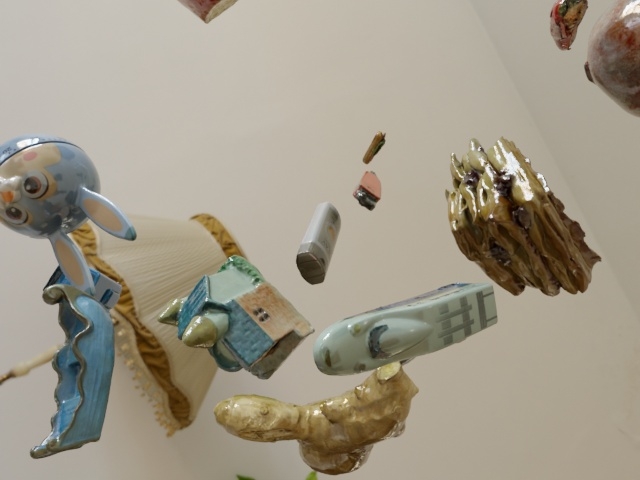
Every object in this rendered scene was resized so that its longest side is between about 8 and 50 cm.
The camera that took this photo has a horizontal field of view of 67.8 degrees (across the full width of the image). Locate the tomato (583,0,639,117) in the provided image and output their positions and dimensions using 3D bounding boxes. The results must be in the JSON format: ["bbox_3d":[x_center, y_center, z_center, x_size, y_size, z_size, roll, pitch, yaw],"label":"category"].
[{"bbox_3d":[0.783,-0.436,1.097,0.317,0.316,0.282,57,-30,8],"label":"tomato"}]

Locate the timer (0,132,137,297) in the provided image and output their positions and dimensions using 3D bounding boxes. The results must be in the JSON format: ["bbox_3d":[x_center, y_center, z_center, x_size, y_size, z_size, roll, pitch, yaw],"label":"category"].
[{"bbox_3d":[-0.395,-0.053,0.690,0.255,0.175,0.175,50,-27,41],"label":"timer"}]

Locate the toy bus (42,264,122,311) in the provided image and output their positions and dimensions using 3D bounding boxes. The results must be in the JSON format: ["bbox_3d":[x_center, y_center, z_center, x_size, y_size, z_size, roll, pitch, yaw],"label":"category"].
[{"bbox_3d":[-0.518,0.107,1.059,0.106,0.090,0.185,24,-16,1],"label":"toy bus"}]

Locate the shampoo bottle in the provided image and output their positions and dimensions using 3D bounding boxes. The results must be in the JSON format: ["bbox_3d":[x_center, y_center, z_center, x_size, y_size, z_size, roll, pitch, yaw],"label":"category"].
[{"bbox_3d":[0.000,0.000,1.054,0.056,0.227,0.086,-15,-64,21],"label":"shampoo bottle"}]

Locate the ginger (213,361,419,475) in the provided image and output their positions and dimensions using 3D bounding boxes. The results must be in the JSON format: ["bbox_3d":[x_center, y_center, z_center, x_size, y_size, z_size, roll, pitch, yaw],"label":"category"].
[{"bbox_3d":[0.043,0.352,0.881,0.348,0.122,0.363,-16,-49,25],"label":"ginger"}]

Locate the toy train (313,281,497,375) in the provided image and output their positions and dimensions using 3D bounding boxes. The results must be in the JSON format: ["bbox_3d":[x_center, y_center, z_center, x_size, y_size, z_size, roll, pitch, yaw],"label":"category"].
[{"bbox_3d":[0.092,0.083,0.457,0.051,0.234,0.052,-9,-91,46],"label":"toy train"}]

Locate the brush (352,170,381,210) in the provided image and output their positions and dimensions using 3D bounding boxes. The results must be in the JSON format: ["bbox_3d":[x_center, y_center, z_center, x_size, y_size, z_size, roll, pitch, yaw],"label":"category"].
[{"bbox_3d":[0.130,-0.140,1.301,0.070,0.323,0.051,36,-68,-3],"label":"brush"}]

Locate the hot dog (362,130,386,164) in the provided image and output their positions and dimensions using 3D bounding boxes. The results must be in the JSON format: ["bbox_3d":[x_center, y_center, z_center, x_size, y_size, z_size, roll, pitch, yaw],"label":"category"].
[{"bbox_3d":[0.179,-0.302,1.568,0.041,0.056,0.133,30,-51,1],"label":"hot dog"}]

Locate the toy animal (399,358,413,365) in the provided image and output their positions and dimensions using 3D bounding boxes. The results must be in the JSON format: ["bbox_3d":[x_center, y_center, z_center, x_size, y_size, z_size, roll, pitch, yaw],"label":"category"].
[{"bbox_3d":[0.140,0.231,1.024,0.367,0.205,0.081,116,-21,-59],"label":"toy animal"}]

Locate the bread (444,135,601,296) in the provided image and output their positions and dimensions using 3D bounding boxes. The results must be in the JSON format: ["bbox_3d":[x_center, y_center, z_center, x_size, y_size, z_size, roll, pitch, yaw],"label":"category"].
[{"bbox_3d":[0.365,-0.059,0.964,0.314,0.191,0.370,41,25,-28],"label":"bread"}]

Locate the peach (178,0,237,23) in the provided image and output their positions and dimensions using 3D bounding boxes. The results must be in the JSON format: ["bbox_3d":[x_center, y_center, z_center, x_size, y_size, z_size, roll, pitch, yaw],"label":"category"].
[{"bbox_3d":[-0.174,-0.569,0.771,0.242,0.306,0.380,-101,-177,-69],"label":"peach"}]

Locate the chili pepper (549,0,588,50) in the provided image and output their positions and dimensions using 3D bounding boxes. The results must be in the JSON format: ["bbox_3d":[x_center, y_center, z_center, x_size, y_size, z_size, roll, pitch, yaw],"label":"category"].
[{"bbox_3d":[0.433,-0.387,0.840,0.050,0.268,0.059,46,-69,15],"label":"chili pepper"}]

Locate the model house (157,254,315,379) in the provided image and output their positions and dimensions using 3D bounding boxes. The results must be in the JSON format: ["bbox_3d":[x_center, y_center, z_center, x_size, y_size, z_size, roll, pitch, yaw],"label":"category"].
[{"bbox_3d":[-0.212,0.193,1.007,0.267,0.325,0.194,45,-74,11],"label":"model house"}]

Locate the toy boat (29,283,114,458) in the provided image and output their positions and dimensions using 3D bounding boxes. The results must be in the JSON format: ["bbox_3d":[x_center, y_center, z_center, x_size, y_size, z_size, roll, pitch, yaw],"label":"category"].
[{"bbox_3d":[-0.281,0.139,0.527,0.075,0.077,0.185,-26,-125,38],"label":"toy boat"}]
